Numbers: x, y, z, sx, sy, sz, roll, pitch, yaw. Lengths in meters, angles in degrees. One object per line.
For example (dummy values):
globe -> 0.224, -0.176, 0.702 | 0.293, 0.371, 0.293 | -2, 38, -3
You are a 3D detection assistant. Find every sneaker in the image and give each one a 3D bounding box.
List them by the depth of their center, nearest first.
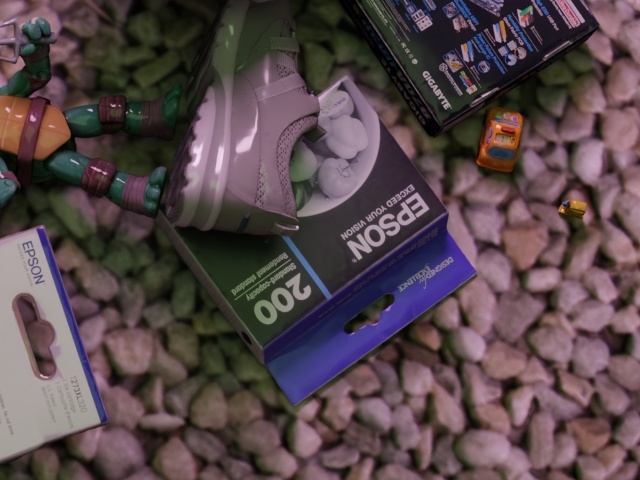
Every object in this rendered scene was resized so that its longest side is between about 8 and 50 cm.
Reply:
sneaker -> -0.050, -0.116, 1.456 | 0.115, 0.105, 0.281 | 19, 60, -13

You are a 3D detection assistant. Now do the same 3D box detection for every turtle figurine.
turtle figurine -> -0.238, -0.093, 1.437 | 0.234, 0.118, 0.175 | 10, 87, -6

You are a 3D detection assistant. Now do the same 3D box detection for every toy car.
toy car -> 0.192, -0.072, 1.530 | 0.122, 0.040, 0.060 | 30, 79, -2

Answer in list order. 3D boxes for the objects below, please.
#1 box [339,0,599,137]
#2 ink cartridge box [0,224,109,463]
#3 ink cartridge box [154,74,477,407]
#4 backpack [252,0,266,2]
box -> 0.112, -0.228, 1.537 | 0.175, 0.051, 0.220 | -33, 87, -11
ink cartridge box -> -0.373, 0.128, 1.411 | 0.371, 0.069, 0.175 | -18, 83, -8
ink cartridge box -> 0.000, 0.000, 1.492 | 0.206, 0.045, 0.208 | -36, 89, -12
backpack -> -0.046, -0.356, 1.404 | 0.273, 0.290, 0.355 | 8, 61, 18
